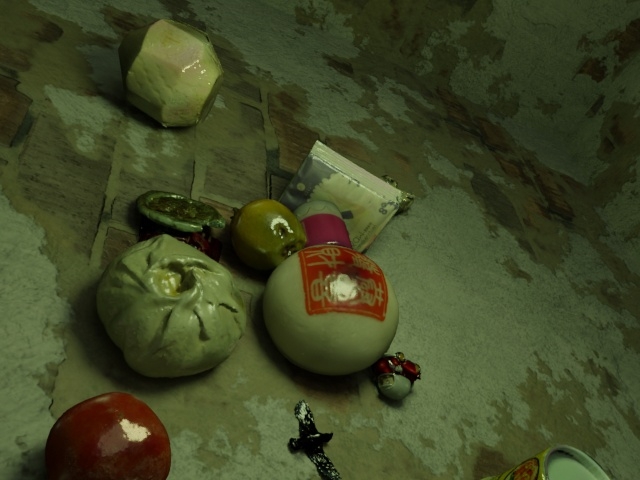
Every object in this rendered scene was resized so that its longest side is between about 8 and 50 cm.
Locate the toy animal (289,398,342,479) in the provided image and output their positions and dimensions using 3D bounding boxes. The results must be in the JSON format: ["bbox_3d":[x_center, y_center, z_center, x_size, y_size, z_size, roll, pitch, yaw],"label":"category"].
[{"bbox_3d":[-0.017,0.466,1.576,0.108,0.062,0.220,20,32,-50],"label":"toy animal"}]

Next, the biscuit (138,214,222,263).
[{"bbox_3d":[-0.378,0.001,1.819,0.236,0.063,0.151,19,25,-14],"label":"biscuit"}]

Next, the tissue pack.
[{"bbox_3d":[0.065,-0.132,2.182,0.344,0.242,0.125,31,34,-5],"label":"tissue pack"}]

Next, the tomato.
[{"bbox_3d":[-0.388,0.386,1.245,0.232,0.188,0.232,24,34,-18],"label":"tomato"}]

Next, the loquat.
[{"bbox_3d":[-0.166,-0.025,1.911,0.246,0.213,0.213,33,30,30],"label":"loquat"}]

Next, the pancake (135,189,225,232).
[{"bbox_3d":[-0.389,-0.082,1.864,0.254,0.037,0.253,17,19,-6],"label":"pancake"}]

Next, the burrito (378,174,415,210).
[{"bbox_3d":[0.222,-0.146,2.451,0.175,0.107,0.348,27,30,17],"label":"burrito"}]

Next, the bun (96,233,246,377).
[{"bbox_3d":[-0.333,0.132,1.566,0.365,0.219,0.365,25,37,-20],"label":"bun"}]

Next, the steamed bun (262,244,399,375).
[{"bbox_3d":[0.038,0.163,1.772,0.375,0.241,0.374,11,49,-13],"label":"steamed bun"}]

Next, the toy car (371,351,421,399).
[{"bbox_3d":[0.207,0.378,1.825,0.139,0.112,0.112,29,49,-28],"label":"toy car"}]

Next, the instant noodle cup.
[{"bbox_3d":[0.561,0.666,1.630,0.326,0.254,0.325,23,36,-18],"label":"instant noodle cup"}]

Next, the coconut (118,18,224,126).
[{"bbox_3d":[-0.486,-0.542,2.162,0.353,0.352,0.352,22,37,-18],"label":"coconut"}]

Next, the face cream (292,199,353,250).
[{"bbox_3d":[0.000,0.000,2.028,0.175,0.175,0.194,13,40,-28],"label":"face cream"}]
